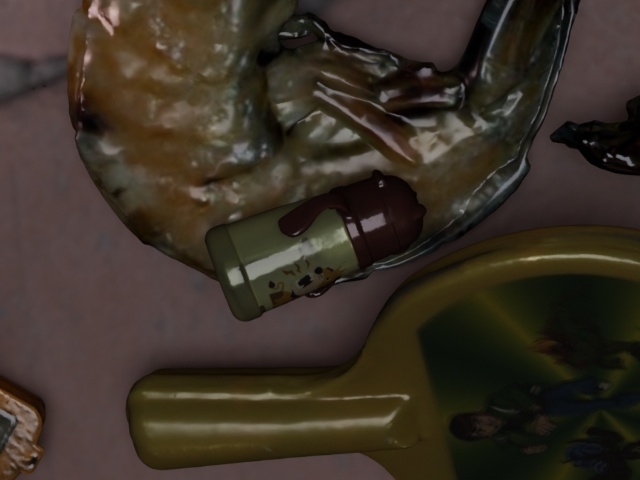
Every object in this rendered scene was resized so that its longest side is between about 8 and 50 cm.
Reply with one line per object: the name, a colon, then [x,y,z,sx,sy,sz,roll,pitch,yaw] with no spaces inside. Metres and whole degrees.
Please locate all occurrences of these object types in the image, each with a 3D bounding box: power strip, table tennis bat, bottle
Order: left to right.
power strip: [-0.216,0.063,0.895,0.178,0.028,0.049,30,100,-6]
bottle: [0.000,0.000,0.835,0.101,0.063,0.047,-21,87,-1]
table tennis bat: [0.064,0.076,0.866,0.320,0.050,0.198,-5,132,9]

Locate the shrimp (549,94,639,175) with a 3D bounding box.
shrimp: [0.254,0.002,0.868,0.289,0.075,0.178,-2,105,-13]

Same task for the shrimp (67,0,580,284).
shrimp: [0.025,-0.140,0.836,0.233,0.071,0.365,25,103,-11]
